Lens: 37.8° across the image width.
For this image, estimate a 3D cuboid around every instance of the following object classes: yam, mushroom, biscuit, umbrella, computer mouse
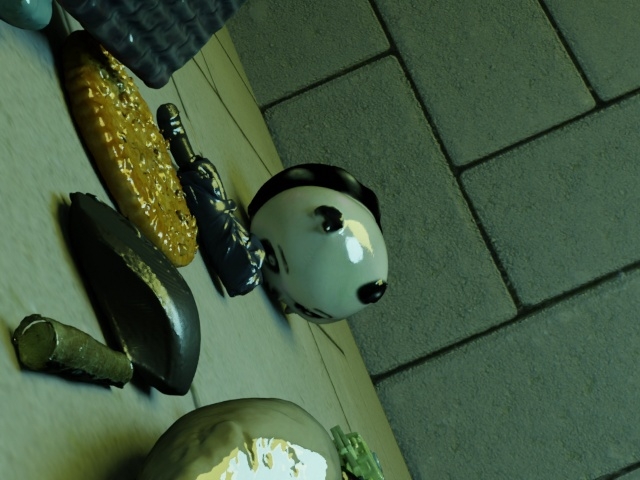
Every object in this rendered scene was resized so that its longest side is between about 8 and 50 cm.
[{"bbox_3d":[-0.141,0.068,0.560,0.129,0.027,0.033,57,11,-74],"label":"yam"},{"bbox_3d":[-0.048,0.162,0.600,0.350,0.128,0.128,73,-6,-83],"label":"mushroom"},{"bbox_3d":[-0.181,-0.090,0.924,0.254,0.035,0.254,-23,90,-86],"label":"biscuit"},{"bbox_3d":[-0.134,-0.051,1.132,0.071,0.070,0.248,44,21,-81],"label":"umbrella"},{"bbox_3d":[-0.130,0.033,0.690,0.172,0.057,0.099,63,6,-2],"label":"computer mouse"}]

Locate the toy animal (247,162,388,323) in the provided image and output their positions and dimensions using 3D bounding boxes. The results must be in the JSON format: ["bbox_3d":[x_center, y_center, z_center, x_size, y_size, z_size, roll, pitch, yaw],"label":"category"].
[{"bbox_3d":[0.000,0.000,1.549,0.251,0.250,0.310,64,-3,-24],"label":"toy animal"}]

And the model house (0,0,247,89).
[{"bbox_3d":[-0.185,-0.310,0.819,0.360,0.297,0.339,49,53,-76],"label":"model house"}]

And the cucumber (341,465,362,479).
[{"bbox_3d":[0.039,0.304,1.010,0.241,0.074,0.074,63,5,-45],"label":"cucumber"}]

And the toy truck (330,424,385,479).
[{"bbox_3d":[0.045,0.321,1.243,0.169,0.077,0.100,-105,173,-59],"label":"toy truck"}]
